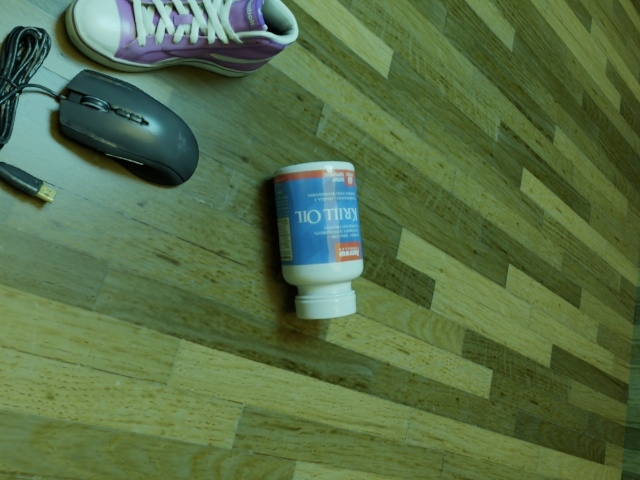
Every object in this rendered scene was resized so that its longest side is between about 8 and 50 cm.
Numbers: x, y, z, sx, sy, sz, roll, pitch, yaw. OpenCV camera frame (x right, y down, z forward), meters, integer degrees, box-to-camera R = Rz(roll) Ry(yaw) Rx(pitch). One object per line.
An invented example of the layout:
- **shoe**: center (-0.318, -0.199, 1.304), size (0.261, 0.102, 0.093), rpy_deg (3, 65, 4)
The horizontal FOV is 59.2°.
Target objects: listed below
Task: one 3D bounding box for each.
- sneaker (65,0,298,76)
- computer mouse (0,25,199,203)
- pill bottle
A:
- **sneaker**: center (-0.155, -0.278, 0.704), size (0.282, 0.161, 0.102), rpy_deg (-11, 96, -40)
- **computer mouse**: center (-0.260, -0.117, 0.663), size (0.262, 0.060, 0.184), rpy_deg (33, 65, -35)
- **pill bottle**: center (0.000, 0.000, 0.841), size (0.124, 0.124, 0.222), rpy_deg (-7, 91, -42)
